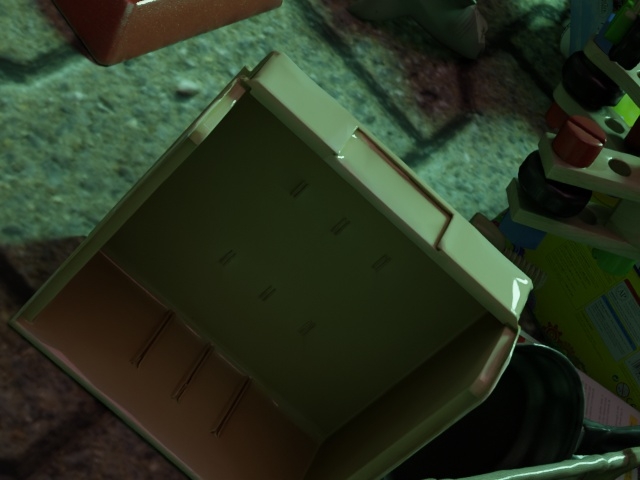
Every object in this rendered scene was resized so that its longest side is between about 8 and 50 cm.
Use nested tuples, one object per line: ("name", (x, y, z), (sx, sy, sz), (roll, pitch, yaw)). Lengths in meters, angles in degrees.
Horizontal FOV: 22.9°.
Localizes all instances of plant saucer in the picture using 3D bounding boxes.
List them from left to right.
("plant saucer", (-0.171, -0.298, 1.417), (0.259, 0.048, 0.258), (-29, 80, -48))

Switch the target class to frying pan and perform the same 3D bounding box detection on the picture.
("frying pan", (0.177, 0.139, 1.261), (0.326, 0.197, 0.053), (-22, 37, -23))

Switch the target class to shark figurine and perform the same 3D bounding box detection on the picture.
("shark figurine", (0.062, -0.283, 1.574), (0.278, 0.116, 0.166), (55, 7, -4))

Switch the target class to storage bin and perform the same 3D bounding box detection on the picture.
("storage bin", (-0.031, 0.045, 1.117), (0.262, 0.260, 0.123), (42, 37, -7))

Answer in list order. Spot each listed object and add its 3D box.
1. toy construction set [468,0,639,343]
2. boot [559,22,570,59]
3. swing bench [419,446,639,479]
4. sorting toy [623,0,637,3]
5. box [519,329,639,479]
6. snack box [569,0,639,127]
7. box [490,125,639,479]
("toy construction set", (0.262, -0.014, 1.284), (0.237, 0.309, 0.257), (34, 10, -1))
("boot", (0.323, -0.253, 1.808), (0.190, 0.069, 0.086), (-17, 42, -36))
("swing bench", (0.163, 0.302, 1.166), (0.253, 0.165, 0.254), (0, 55, -40))
("sorting toy", (0.378, -0.222, 1.621), (0.229, 0.041, 0.307), (-5, 54, -50))
("box", (0.167, 0.137, 1.365), (0.244, 0.060, 0.100), (35, 42, -16))
("snack box", (0.365, -0.187, 1.729), (0.207, 0.070, 0.174), (6, 84, -39))
("box", (0.361, 0.045, 1.518), (0.279, 0.177, 0.290), (-14, 70, -47))
